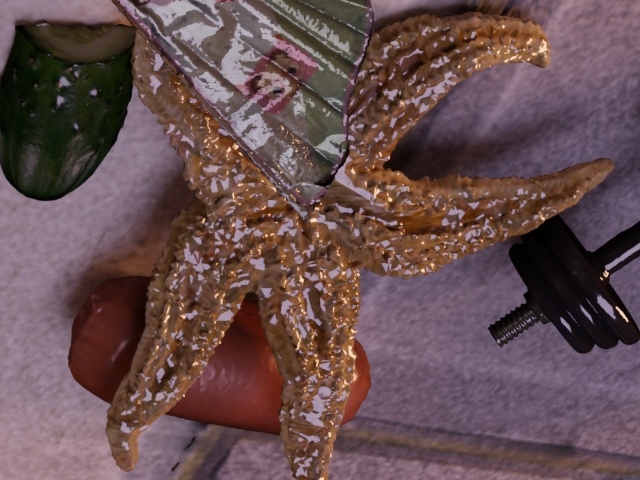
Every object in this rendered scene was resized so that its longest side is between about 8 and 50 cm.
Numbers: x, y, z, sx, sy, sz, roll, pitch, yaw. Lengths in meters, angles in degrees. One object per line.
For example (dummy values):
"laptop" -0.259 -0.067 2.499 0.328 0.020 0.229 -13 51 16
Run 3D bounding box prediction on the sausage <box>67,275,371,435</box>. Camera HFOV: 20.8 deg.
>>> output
"sausage" -0.054 0.068 0.988 0.194 0.077 0.077 14 124 -35

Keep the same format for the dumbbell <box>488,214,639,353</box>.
"dumbbell" 0.186 -0.002 1.009 0.208 0.099 0.099 -35 135 9

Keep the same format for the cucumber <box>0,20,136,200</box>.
"cucumber" -0.126 -0.057 0.866 0.067 0.035 0.107 -2 133 -24

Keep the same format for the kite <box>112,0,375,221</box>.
"kite" -0.010 -0.155 0.806 0.268 0.013 0.323 2 118 -19

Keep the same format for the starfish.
"starfish" -0.002 -0.001 0.927 0.299 0.060 0.302 19 102 -32
